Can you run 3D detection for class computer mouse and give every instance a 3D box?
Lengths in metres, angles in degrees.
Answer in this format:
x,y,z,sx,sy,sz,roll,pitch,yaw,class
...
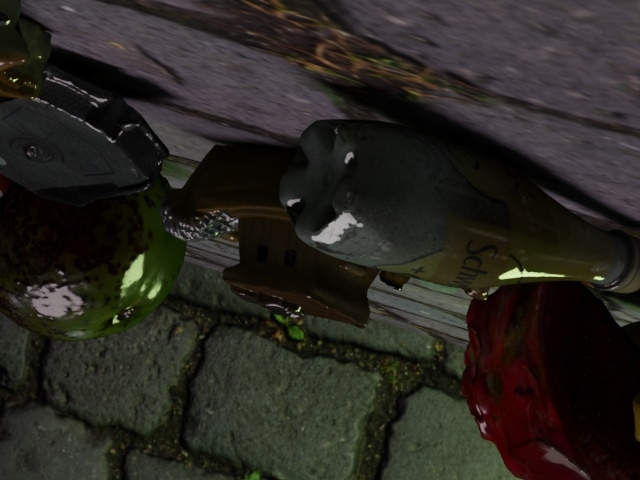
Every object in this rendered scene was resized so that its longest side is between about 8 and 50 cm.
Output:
x,y,z,sx,sy,sz,roll,pitch,yaw,class
-0.189,-0.090,1.128,0.126,0.071,0.231,37,157,-26,computer mouse

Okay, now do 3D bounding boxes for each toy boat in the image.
x,y,z,sx,sy,sz,roll,pitch,yaw,class
0.000,0.000,1.137,0.089,0.121,0.321,30,169,-40,toy boat

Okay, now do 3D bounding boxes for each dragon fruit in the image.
x,y,z,sx,sy,sz,roll,pitch,yaw,class
0.200,0.136,1.275,0.262,0.163,0.189,51,-157,-18,dragon fruit

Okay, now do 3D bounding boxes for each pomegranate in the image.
x,y,z,sx,sy,sz,roll,pitch,yaw,class
-0.251,-0.024,1.529,0.248,0.214,0.214,55,-178,12,pomegranate

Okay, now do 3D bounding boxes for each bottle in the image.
x,y,z,sx,sy,sz,roll,pitch,yaw,class
0.100,-0.009,0.919,0.269,0.083,0.083,14,178,-36,bottle

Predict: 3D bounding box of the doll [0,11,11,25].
x,y,z,sx,sy,sz,roll,pitch,yaw,class
-0.223,-0.109,0.532,0.340,0.158,0.246,11,-176,33,doll

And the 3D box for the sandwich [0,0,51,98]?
x,y,z,sx,sy,sz,roll,pitch,yaw,class
-0.273,-0.135,0.960,0.212,0.063,0.245,18,176,-15,sandwich

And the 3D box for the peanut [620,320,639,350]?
x,y,z,sx,sy,sz,roll,pitch,yaw,class
0.331,0.141,1.388,0.253,0.137,0.122,16,155,22,peanut

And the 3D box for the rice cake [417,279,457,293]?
x,y,z,sx,sy,sz,roll,pitch,yaw,class
0.107,0.028,1.560,0.033,0.029,0.171,9,173,20,rice cake

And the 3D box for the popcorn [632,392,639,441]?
x,y,z,sx,sy,sz,roll,pitch,yaw,class
0.337,0.157,1.146,0.226,0.203,0.200,-13,176,38,popcorn
